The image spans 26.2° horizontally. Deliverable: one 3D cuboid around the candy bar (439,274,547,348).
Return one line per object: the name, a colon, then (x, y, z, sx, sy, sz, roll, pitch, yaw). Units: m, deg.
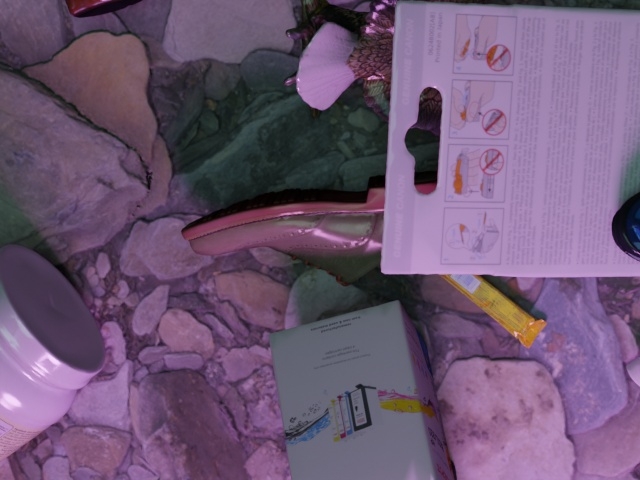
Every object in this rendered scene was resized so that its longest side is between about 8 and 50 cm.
candy bar: (0.209, 0.070, 1.721, 0.161, 0.018, 0.040, 38, 99, 4)

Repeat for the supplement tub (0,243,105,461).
supplement tub: (-0.460, 0.177, 1.748, 0.325, 0.235, 0.235, -36, 90, 13)

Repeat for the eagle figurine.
eagle figurine: (0.116, -0.240, 1.614, 0.298, 0.226, 0.225, 5, 78, 15)

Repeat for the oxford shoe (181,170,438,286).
oxford shoe: (0.000, 0.000, 1.700, 0.348, 0.123, 0.130, -7, 102, 12)

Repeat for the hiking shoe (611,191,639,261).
hiking shoe: (0.465, -0.036, 1.486, 0.304, 0.132, 0.113, -6, 79, 17)

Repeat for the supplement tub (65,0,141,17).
supplement tub: (-0.289, -0.384, 1.707, 0.106, 0.106, 0.198, -16, 95, 12)

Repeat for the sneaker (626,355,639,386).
sneaker: (0.467, 0.094, 1.622, 0.236, 0.130, 0.323, -11, 80, 26)

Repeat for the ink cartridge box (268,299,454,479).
ink cartridge box: (0.055, 0.224, 1.643, 0.168, 0.171, 0.233, -15, 62, 10)

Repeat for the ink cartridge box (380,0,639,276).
ink cartridge box: (0.249, -0.115, 1.577, 0.385, 0.091, 0.308, 0, 99, -15)

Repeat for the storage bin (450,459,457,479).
storage bin: (0.086, 0.350, 1.748, 0.180, 0.084, 0.122, -8, 96, 12)
